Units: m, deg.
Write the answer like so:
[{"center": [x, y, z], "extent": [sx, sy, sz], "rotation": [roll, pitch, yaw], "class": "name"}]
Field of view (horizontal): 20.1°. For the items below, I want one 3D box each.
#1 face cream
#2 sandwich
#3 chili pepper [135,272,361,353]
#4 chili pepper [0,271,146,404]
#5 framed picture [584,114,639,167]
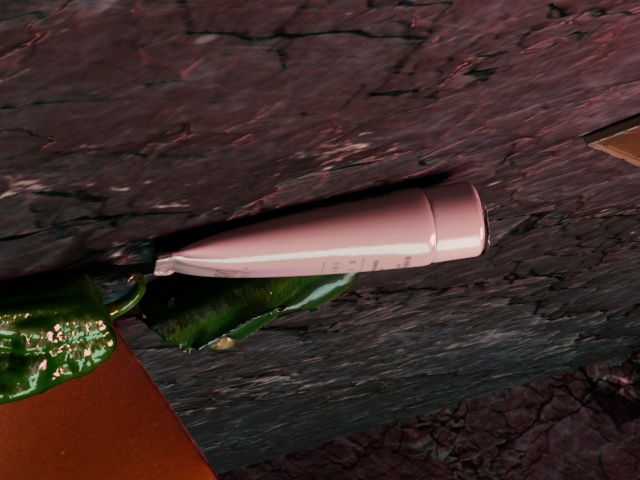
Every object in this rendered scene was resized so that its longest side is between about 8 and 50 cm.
[{"center": [0.000, 0.000, 1.308], "extent": [0.244, 0.058, 0.092], "rotation": [-8, 172, -7], "class": "face cream"}, {"center": [-0.175, 0.162, 1.481], "extent": [0.220, 0.186, 0.108], "rotation": [4, 164, -10], "class": "sandwich"}, {"center": [-0.039, 0.037, 1.405], "extent": [0.216, 0.062, 0.108], "rotation": [-21, 174, 18], "class": "chili pepper"}, {"center": [-0.244, 0.072, 1.244], "extent": [0.257, 0.074, 0.100], "rotation": [-13, 123, -29], "class": "chili pepper"}, {"center": [0.273, -0.085, 1.375], "extent": [0.109, 0.011, 0.149], "rotation": [-22, 167, 22], "class": "framed picture"}]
